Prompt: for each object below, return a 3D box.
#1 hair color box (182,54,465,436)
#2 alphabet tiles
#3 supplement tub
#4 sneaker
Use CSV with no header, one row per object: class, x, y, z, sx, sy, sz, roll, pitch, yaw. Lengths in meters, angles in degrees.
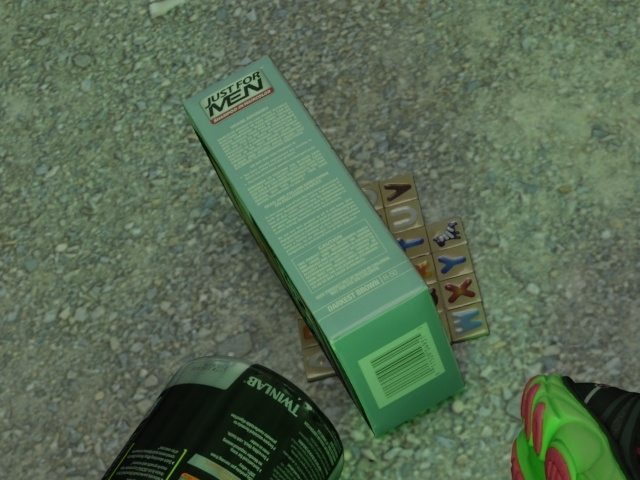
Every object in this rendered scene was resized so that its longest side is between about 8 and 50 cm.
hair color box,0.000,0.000,1.830,0.113,0.185,0.374,-29,51,-4
alphabet tiles,0.064,0.031,1.912,0.198,0.009,0.237,-16,51,6
supplement tub,-0.126,0.277,1.640,0.193,0.194,0.316,14,50,26
sneaker,0.305,0.253,1.490,0.202,0.185,0.483,-1,29,-9
